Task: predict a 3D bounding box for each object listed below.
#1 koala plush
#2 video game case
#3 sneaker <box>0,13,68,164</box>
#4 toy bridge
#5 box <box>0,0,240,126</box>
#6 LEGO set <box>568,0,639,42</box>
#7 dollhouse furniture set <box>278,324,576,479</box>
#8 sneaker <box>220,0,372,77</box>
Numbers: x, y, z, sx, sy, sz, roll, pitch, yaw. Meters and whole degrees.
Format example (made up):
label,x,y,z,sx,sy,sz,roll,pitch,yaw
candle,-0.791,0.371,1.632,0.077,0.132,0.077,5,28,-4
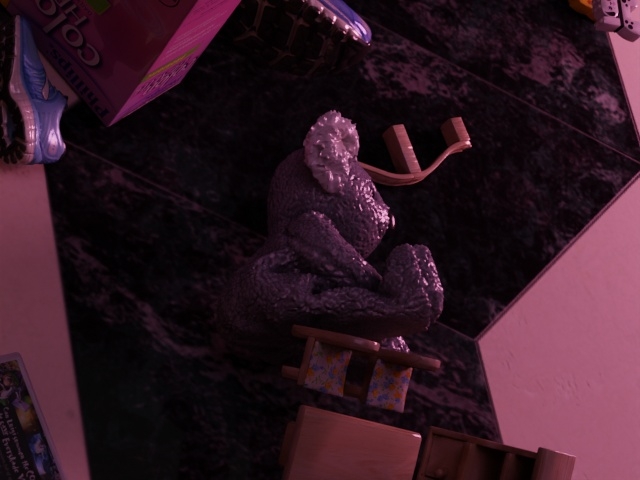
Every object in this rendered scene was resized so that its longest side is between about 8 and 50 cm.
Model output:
label,x,y,z,sx,sy,sz,roll,pitch,yaw
koala plush,0.000,0.000,1.763,0.203,0.196,0.221,5,64,-11
video game case,-0.307,0.200,1.577,0.173,0.022,0.190,-12,69,-33
sneaker,-0.283,-0.142,1.775,0.073,0.063,0.162,10,61,-45
toy bridge,0.088,-0.092,1.963,0.188,0.026,0.063,-9,71,-33
box,-0.193,-0.271,1.770,0.213,0.243,0.117,50,52,4
LEGO set,0.308,-0.334,2.193,0.093,0.087,0.227,4,67,-24
dollhouse furniture set,0.081,0.211,1.647,0.242,0.161,0.212,18,84,-37
sneaker,-0.075,-0.305,1.931,0.330,0.130,0.147,37,54,-5
